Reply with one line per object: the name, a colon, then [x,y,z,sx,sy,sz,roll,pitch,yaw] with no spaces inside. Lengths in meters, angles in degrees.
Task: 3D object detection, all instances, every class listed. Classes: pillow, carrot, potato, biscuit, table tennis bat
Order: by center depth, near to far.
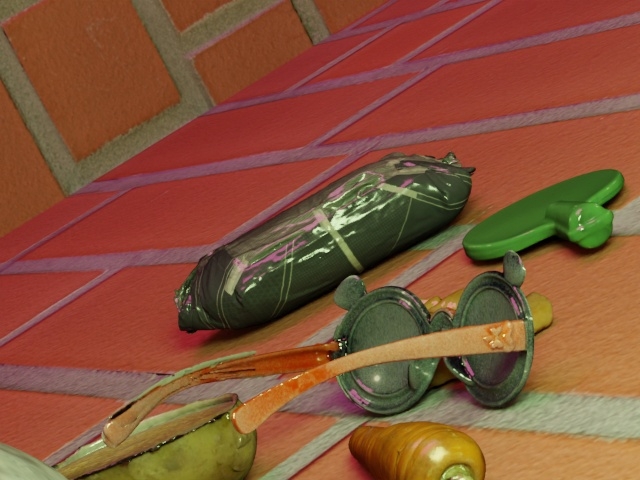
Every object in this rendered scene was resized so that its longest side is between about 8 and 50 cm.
carrot: [0.055,0.146,1.385,0.061,0.061,0.256,-30,11,-12]
potato: [-0.139,0.192,1.563,0.200,0.081,0.164,-24,4,1]
biscuit: [0.083,0.083,1.632,0.144,0.033,0.224,-33,13,-24]
table tennis bat: [0.211,-0.021,1.781,0.160,0.039,0.257,-28,7,-5]
pillow: [0.000,0.000,2.002,0.335,0.093,0.161,-29,7,-3]

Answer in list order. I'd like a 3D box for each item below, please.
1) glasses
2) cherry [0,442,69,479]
glasses: [-0.001,0.078,1.436,0.268,0.118,0.234,-3,-3,-38]
cherry: [-0.249,0.235,1.143,0.335,0.291,0.326,-20,-14,-42]
